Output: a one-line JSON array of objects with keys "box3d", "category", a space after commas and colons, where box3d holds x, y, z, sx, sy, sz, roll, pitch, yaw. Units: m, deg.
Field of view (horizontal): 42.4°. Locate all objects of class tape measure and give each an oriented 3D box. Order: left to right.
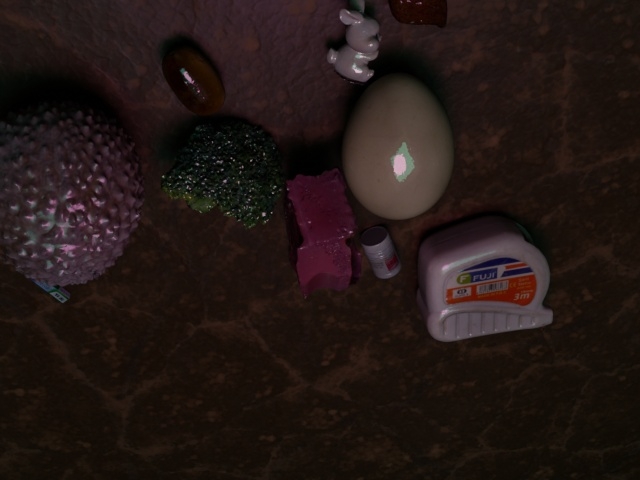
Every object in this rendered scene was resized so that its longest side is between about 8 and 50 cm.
[{"box3d": [0.322, 0.078, 1.624, 0.258, 0.130, 0.265, -8, 124, -5], "category": "tape measure"}]

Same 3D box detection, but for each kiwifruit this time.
[{"box3d": [-0.201, -0.254, 1.315, 0.075, 0.075, 0.124, -29, 123, 15], "category": "kiwifruit"}]

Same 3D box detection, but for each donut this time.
[{"box3d": [0.135, -0.404, 1.211, 0.085, 0.141, 0.217, -7, 125, 7], "category": "donut"}]

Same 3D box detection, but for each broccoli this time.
[{"box3d": [-0.175, -0.095, 1.407, 0.220, 0.194, 0.194, -5, 134, -35], "category": "broccoli"}]

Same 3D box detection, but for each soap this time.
[{"box3d": [0.000, 0.000, 1.471, 0.112, 0.182, 0.289, -9, 167, -5], "category": "soap"}]

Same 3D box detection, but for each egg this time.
[{"box3d": [0.128, -0.154, 1.366, 0.188, 0.188, 0.253, -5, 125, -4], "category": "egg"}]

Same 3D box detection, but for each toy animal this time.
[{"box3d": [0.061, -0.317, 1.302, 0.085, 0.071, 0.124, 23, 133, -2], "category": "toy animal"}]

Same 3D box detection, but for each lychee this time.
[{"box3d": [-0.418, -0.075, 1.303, 0.300, 0.300, 0.300, -4, 129, -5], "category": "lychee"}]

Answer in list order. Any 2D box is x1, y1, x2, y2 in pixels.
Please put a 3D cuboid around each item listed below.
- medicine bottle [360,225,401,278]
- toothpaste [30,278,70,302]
[{"box3d": [0.117, 0.023, 1.591, 0.058, 0.058, 0.091, -20, 129, 8], "category": "medicine bottle"}, {"box3d": [-0.517, 0.088, 1.582, 0.020, 0.017, 0.083, -32, 126, 16], "category": "toothpaste"}]
